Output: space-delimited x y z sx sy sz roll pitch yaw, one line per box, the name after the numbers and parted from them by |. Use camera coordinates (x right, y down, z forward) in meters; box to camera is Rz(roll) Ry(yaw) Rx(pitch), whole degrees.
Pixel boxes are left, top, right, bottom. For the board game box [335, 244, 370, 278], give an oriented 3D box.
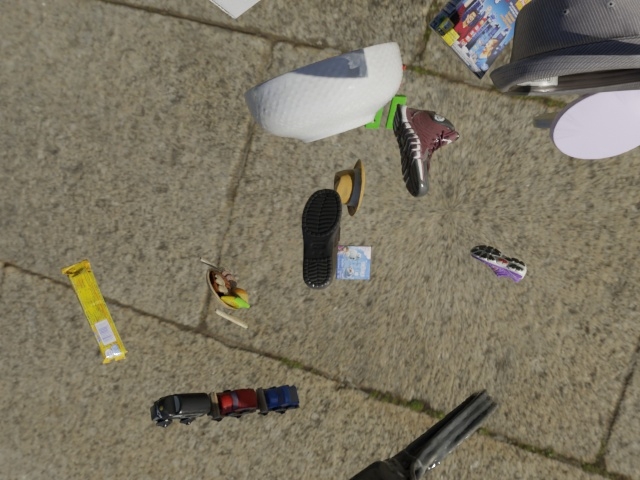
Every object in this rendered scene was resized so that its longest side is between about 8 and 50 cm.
0.087 0.058 1.550 0.090 0.020 0.090 0 98 -7 | board game box

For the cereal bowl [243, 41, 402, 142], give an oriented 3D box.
0.018 -0.297 1.232 0.339 0.339 0.141 -15 103 13 | cereal bowl

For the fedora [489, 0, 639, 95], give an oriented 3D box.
0.360 -0.259 0.741 0.276 0.244 0.124 3 98 33 | fedora

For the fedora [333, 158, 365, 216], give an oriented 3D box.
0.083 -0.169 1.830 0.079 0.194 0.194 5 94 -10 | fedora

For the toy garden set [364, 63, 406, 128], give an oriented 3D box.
0.135 -0.437 1.738 0.244 0.049 0.203 -1 130 -13 | toy garden set

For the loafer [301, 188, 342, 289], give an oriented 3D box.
0.000 0.000 1.192 0.080 0.078 0.220 6 71 8 | loafer

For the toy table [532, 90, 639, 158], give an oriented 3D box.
0.710 -0.319 1.511 0.275 0.161 0.252 -2 116 -3 | toy table

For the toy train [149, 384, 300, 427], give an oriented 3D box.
-0.078 0.148 0.534 0.036 0.158 0.027 -39 57 36 | toy train

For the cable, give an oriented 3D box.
0.075 0.228 0.517 0.072 0.287 0.139 47 125 27 | cable

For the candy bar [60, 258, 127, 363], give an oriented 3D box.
-0.330 0.104 0.853 0.018 0.040 0.161 -37 77 55 | candy bar

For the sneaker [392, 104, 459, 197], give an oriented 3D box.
0.290 -0.240 1.506 0.163 0.106 0.281 -2 63 -9 | sneaker

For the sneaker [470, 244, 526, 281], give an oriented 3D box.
0.518 0.073 1.721 0.170 0.068 0.071 29 134 21 | sneaker

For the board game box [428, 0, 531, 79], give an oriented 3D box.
0.314 -0.431 1.086 0.194 0.194 0.060 -46 52 17 | board game box

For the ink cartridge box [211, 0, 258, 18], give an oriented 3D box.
-0.077 -0.332 0.674 0.089 0.052 0.122 -11 54 49 | ink cartridge box

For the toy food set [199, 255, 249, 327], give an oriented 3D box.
-0.229 0.115 1.434 0.039 0.132 0.192 -37 51 13 | toy food set
